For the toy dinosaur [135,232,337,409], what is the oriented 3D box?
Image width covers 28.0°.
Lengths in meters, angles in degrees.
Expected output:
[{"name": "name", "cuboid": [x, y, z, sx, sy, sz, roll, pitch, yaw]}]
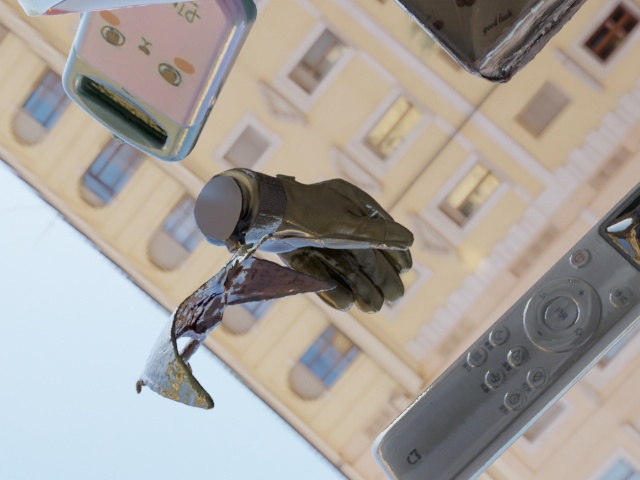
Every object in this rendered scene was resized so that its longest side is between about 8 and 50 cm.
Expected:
[{"name": "toy dinosaur", "cuboid": [-0.090, 0.090, 1.328, 0.113, 0.206, 0.327, 34, 177, 5]}]

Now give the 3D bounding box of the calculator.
[{"name": "calculator", "cuboid": [-0.143, -0.167, 1.108, 0.141, 0.246, 0.045, 35, -133, 1]}]

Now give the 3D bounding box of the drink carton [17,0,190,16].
[{"name": "drink carton", "cuboid": [-0.076, -0.276, 0.501, 0.111, 0.154, 0.351, 172, 90, -83]}]

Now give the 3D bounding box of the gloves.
[{"name": "gloves", "cuboid": [-0.007, -0.012, 1.672, 0.331, 0.154, 0.141, 18, -151, -39]}]

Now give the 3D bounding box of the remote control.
[{"name": "remote control", "cuboid": [0.136, 0.060, 0.785, 0.029, 0.261, 0.067, 38, -171, -50]}]

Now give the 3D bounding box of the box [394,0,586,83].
[{"name": "box", "cuboid": [0.116, -0.314, 1.085, 0.297, 0.225, 0.190, 46, -166, 8]}]
